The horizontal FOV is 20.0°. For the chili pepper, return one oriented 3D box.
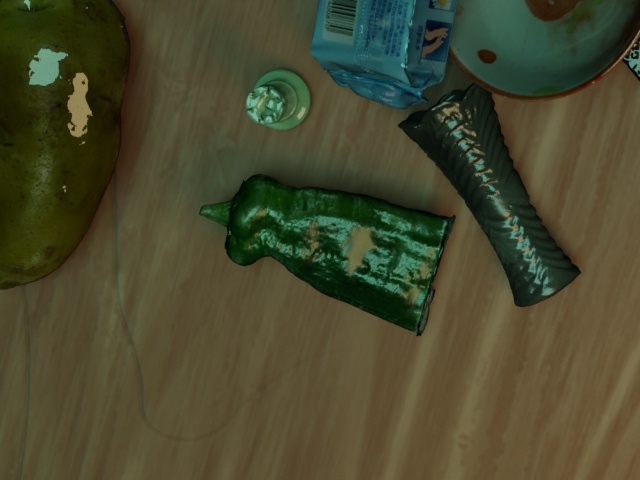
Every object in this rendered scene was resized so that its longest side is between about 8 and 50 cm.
[{"bbox_3d":[0.000,0.000,1.963,0.270,0.099,0.136,18,129,7],"label":"chili pepper"}]

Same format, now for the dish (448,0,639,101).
[{"bbox_3d":[0.245,-0.267,1.866,0.260,0.085,0.260,-3,85,33],"label":"dish"}]

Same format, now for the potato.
[{"bbox_3d":[-0.320,-0.121,1.978,0.196,0.176,0.369,6,104,-18],"label":"potato"}]

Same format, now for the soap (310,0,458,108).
[{"bbox_3d":[0.077,-0.289,1.888,0.156,0.077,0.293,20,103,43],"label":"soap"}]

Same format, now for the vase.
[{"bbox_3d":[0.186,-0.047,1.926,0.115,0.115,0.237,-28,95,13],"label":"vase"}]

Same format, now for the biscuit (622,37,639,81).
[{"bbox_3d":[0.415,-0.153,1.884,0.106,0.070,0.252,-41,90,14],"label":"biscuit"}]

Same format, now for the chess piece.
[{"bbox_3d":[-0.050,-0.149,1.949,0.067,0.103,0.067,1,98,10],"label":"chess piece"}]
